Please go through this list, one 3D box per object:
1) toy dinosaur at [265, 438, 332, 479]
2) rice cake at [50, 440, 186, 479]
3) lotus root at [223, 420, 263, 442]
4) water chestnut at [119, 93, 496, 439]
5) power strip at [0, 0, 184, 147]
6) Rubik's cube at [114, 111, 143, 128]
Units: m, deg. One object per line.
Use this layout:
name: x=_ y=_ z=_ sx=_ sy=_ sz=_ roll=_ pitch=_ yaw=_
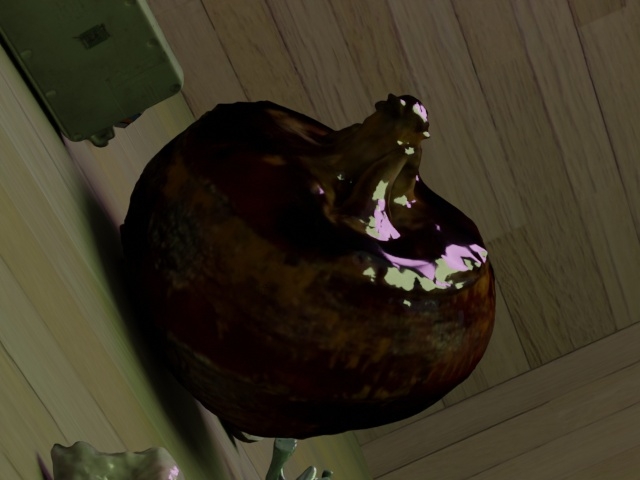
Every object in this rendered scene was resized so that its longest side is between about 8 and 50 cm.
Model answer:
toy dinosaur: x=-0.023 y=0.252 z=1.662 sx=0.383 sy=0.076 sz=0.129 roll=-73 pitch=163 yaw=-78
rice cake: x=-0.037 y=0.271 z=1.001 sx=0.070 sy=0.064 sz=0.399 roll=-99 pitch=166 yaw=-63
lotus root: x=-0.084 y=0.170 z=1.804 sx=0.037 sy=0.030 sz=0.083 roll=25 pitch=-31 yaw=40
water chestnut: x=0.000 y=0.000 z=1.570 sx=0.350 sy=0.302 sz=0.350 roll=21 pitch=24 yaw=-10
power strip: x=-0.201 y=-0.183 z=1.485 sx=0.046 sy=0.118 sz=0.270 roll=63 pitch=-1 yaw=38
Rubik's cube: x=-0.200 y=-0.161 z=1.737 sx=0.093 sy=0.111 sz=0.111 roll=-15 pitch=80 yaw=-62
